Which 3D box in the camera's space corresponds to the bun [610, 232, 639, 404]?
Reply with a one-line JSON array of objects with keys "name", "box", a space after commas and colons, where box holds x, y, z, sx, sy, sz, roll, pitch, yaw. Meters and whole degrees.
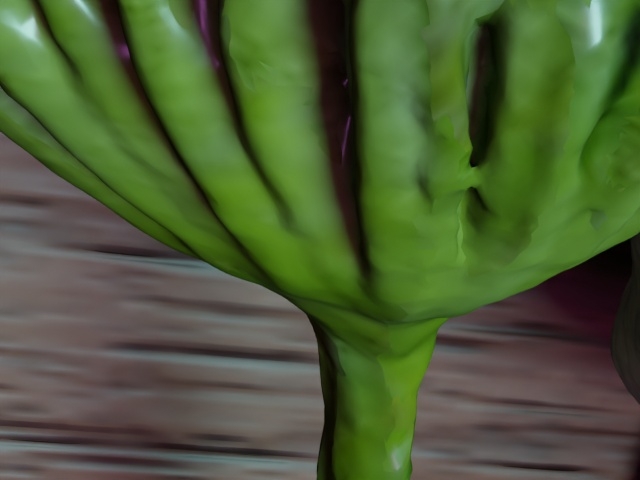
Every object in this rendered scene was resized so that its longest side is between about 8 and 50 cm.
[{"name": "bun", "box": [0.160, 0.000, 0.522, 0.263, 0.175, 0.263, 14, 69, -41]}]

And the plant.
[{"name": "plant", "box": [0.022, -0.014, 0.460, 0.180, 0.251, 0.333, -46, 138, -31]}]
